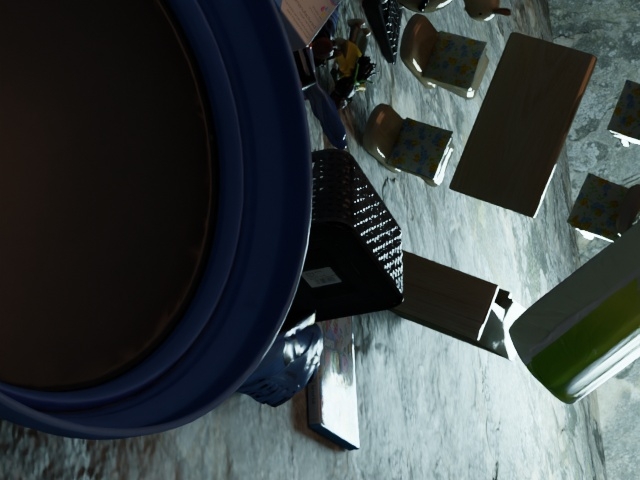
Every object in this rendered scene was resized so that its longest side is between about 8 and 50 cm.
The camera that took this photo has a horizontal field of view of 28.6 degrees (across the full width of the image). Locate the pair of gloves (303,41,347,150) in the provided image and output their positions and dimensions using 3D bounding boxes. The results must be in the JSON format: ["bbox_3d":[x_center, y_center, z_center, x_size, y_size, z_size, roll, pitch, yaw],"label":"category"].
[{"bbox_3d":[-0.020,-0.192,1.319,0.159,0.023,0.198,72,-7,-46],"label":"pair of gloves"}]

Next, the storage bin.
[{"bbox_3d":[0.000,0.000,1.230,0.180,0.122,0.084,53,31,-52],"label":"storage bin"}]

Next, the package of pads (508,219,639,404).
[{"bbox_3d":[0.370,0.069,1.499,0.101,0.296,0.229,54,4,20],"label":"package of pads"}]

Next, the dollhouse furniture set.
[{"bbox_3d":[0.213,-0.074,1.558,0.394,0.362,0.256,-68,158,-3],"label":"dollhouse furniture set"}]

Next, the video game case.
[{"bbox_3d":[0.012,0.133,1.355,0.119,0.015,0.166,43,40,-59],"label":"video game case"}]

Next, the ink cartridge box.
[{"bbox_3d":[-0.024,-0.235,1.092,0.088,0.052,0.122,52,52,-28],"label":"ink cartridge box"}]

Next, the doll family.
[{"bbox_3d":[0.017,-0.227,1.485,0.193,0.076,0.111,47,47,-48],"label":"doll family"}]

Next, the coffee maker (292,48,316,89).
[{"bbox_3d":[-0.087,-0.208,1.148,0.171,0.120,0.178,-24,103,-45],"label":"coffee maker"}]

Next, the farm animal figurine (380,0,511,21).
[{"bbox_3d":[0.149,-0.368,1.634,0.327,0.330,0.172,-61,167,-65],"label":"farm animal figurine"}]

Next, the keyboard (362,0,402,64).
[{"bbox_3d":[0.096,-0.427,1.883,0.317,0.033,0.201,-82,153,-45],"label":"keyboard"}]

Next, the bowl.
[{"bbox_3d":[-0.151,-0.072,0.772,0.391,0.077,0.391,18,68,-51],"label":"bowl"}]

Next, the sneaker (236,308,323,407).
[{"bbox_3d":[-0.045,0.115,1.122,0.209,0.069,0.082,-15,97,-71],"label":"sneaker"}]

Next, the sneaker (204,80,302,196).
[{"bbox_3d":[-0.100,-0.051,1.024,0.262,0.099,0.121,-45,160,-49],"label":"sneaker"}]
